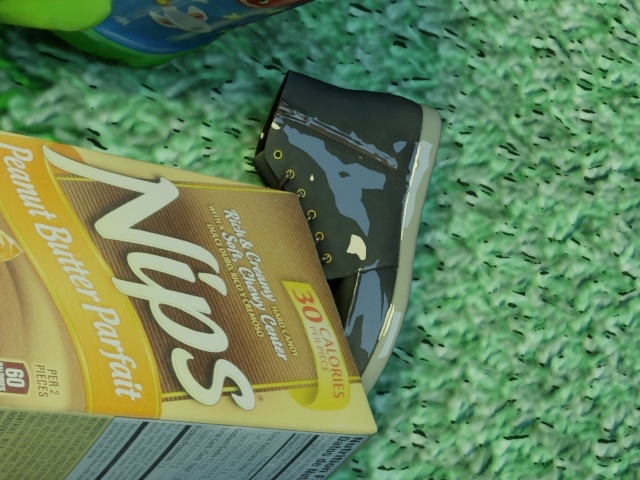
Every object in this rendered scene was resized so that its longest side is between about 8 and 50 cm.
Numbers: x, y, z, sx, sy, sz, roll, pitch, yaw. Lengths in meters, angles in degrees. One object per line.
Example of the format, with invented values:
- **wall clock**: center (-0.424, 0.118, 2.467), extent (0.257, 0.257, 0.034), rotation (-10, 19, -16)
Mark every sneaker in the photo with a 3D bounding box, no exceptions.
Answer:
- **sneaker**: center (0.000, 0.000, 0.823), extent (0.118, 0.083, 0.222), rotation (15, 75, -11)

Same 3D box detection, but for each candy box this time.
- **candy box**: center (-0.137, 0.039, 0.661), extent (0.316, 0.087, 0.183), rotation (10, 46, -35)

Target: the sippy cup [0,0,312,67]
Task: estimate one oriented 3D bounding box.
- **sippy cup**: center (-0.048, -0.227, 0.703), extent (0.240, 0.224, 0.306), rotation (27, 71, -46)
